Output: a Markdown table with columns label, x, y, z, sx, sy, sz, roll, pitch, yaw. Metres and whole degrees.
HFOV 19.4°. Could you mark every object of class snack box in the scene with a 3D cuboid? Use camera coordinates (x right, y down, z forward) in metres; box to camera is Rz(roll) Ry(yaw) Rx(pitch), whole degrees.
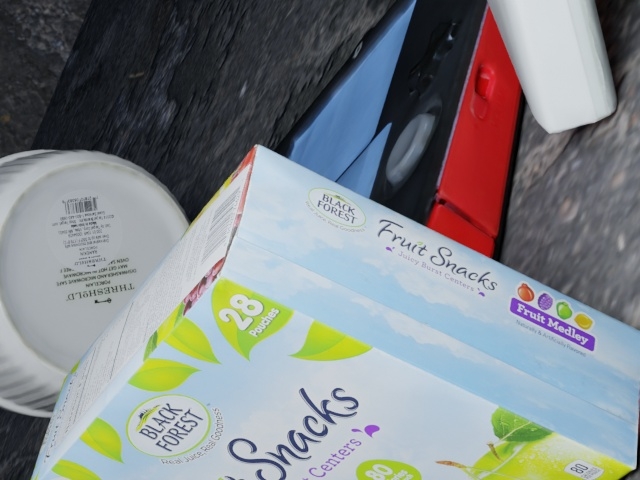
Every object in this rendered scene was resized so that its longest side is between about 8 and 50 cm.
| label | x | y | z | sx | sy | sz | roll | pitch | yaw |
| --- | --- | --- | --- | --- | --- | --- | --- | --- | --- |
| snack box | 0.000 | 0.072 | 0.749 | 0.207 | 0.174 | 0.070 | -47 | 23 | 48 |

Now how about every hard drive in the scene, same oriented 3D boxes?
| label | x | y | z | sx | sy | sz | roll | pitch | yaw |
| --- | --- | --- | --- | --- | --- | --- | --- | --- | --- |
| hard drive | 0.062 | -0.225 | 0.826 | 0.040 | 0.307 | 0.203 | -18 | 37 | 4 |

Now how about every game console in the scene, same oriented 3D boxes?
| label | x | y | z | sx | sy | sz | roll | pitch | yaw |
| --- | --- | --- | --- | --- | --- | --- | --- | --- | --- |
| game console | 0.000 | 0.000 | 1.083 | 0.386 | 0.060 | 0.342 | -47 | 24 | 48 |

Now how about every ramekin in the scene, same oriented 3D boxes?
| label | x | y | z | sx | sy | sz | roll | pitch | yaw |
| --- | --- | --- | --- | --- | --- | --- | --- | --- | --- |
| ramekin | -0.186 | 0.028 | 1.400 | 0.109 | 0.207 | 0.207 | -13 | 53 | 60 |
